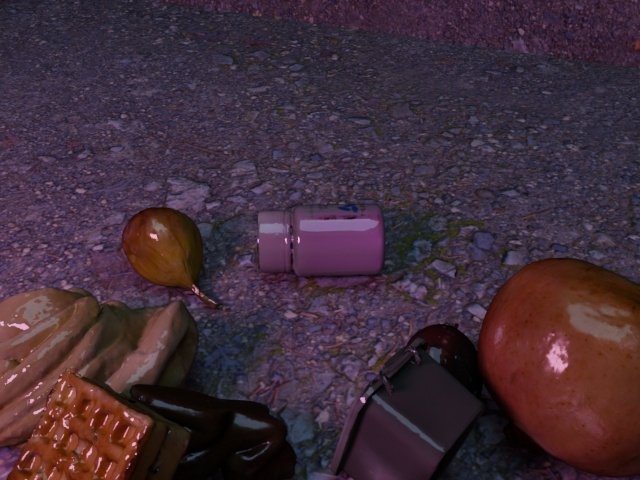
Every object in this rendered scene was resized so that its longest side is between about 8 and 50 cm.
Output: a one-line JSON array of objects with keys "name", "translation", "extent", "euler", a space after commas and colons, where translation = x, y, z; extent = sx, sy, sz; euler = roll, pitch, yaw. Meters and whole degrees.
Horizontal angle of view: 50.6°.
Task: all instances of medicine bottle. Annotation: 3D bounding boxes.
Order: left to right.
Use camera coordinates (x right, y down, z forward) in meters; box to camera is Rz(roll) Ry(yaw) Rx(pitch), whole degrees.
[{"name": "medicine bottle", "translation": [0.000, 0.000, 1.388], "extent": [0.255, 0.151, 0.152], "euler": [0, 37, -1]}]

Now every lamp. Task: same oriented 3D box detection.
[{"name": "lamp", "translation": [0.192, 0.219, 1.120], "extent": [0.135, 0.156, 0.157], "euler": [-23, -15, 34]}]

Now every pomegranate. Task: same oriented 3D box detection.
[{"name": "pomegranate", "translation": [0.389, 0.199, 1.019], "extent": [0.339, 0.338, 0.338], "euler": [0, 37, 0]}]

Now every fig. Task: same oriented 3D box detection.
[{"name": "fig", "translation": [-0.283, 0.045, 1.363], "extent": [0.159, 0.159, 0.257], "euler": [-31, 66, -34]}]

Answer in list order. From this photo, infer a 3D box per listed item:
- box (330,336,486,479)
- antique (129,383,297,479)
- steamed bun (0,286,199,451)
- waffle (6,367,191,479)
[{"name": "box", "translation": [0.125, 0.276, 0.967], "extent": [0.135, 0.243, 0.163], "euler": [37, 48, 24]}, {"name": "antique", "translation": [-0.160, 0.301, 0.980], "extent": [0.257, 0.143, 0.121], "euler": [13, -3, -21]}, {"name": "steamed bun", "translation": [-0.394, 0.190, 1.082], "extent": [0.373, 0.230, 0.324], "euler": [2, 34, 7]}, {"name": "waffle", "translation": [-0.311, 0.339, 0.844], "extent": [0.213, 0.091, 0.307], "euler": [14, 74, 40]}]
